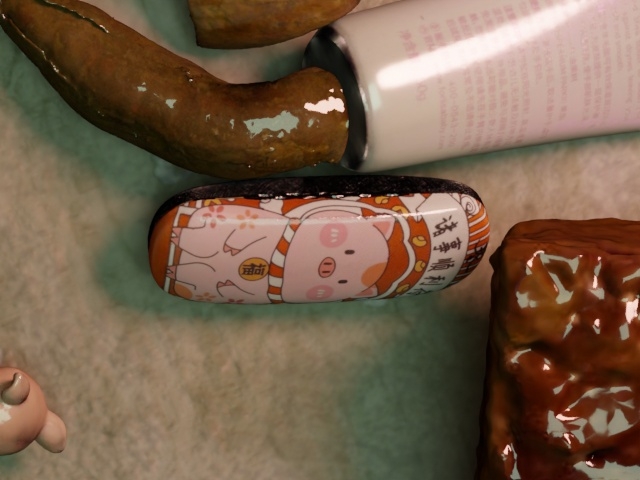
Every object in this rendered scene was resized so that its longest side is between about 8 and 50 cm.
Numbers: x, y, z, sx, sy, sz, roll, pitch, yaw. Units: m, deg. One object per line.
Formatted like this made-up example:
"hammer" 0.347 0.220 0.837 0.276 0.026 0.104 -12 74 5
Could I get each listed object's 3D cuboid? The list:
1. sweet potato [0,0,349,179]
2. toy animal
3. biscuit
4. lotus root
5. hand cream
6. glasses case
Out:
"sweet potato" -0.114 -0.120 1.392 0.286 0.085 0.112 25 94 3
"toy animal" -0.263 0.151 1.405 0.150 0.083 0.089 -41 77 10
"biscuit" 0.281 0.177 1.417 0.343 0.166 0.395 5 107 0
"lotus root" -0.045 -0.225 1.371 0.135 0.095 0.159 -2 92 23
"hand cream" 0.167 -0.146 1.453 0.359 0.118 0.185 -13 109 -17
"glasses case" 0.000 0.000 1.434 0.267 0.067 0.103 -2 139 -12
